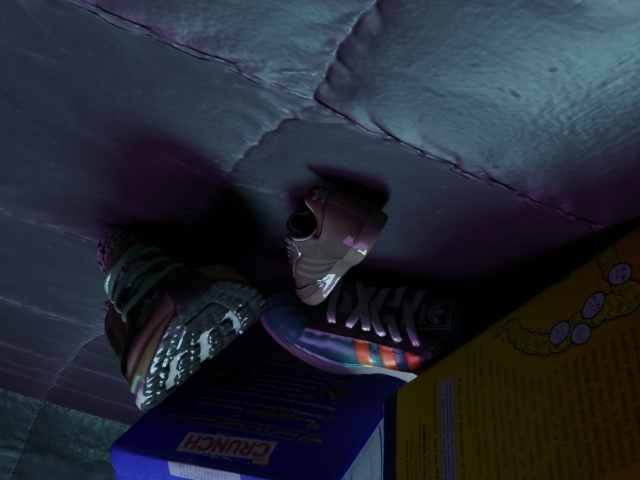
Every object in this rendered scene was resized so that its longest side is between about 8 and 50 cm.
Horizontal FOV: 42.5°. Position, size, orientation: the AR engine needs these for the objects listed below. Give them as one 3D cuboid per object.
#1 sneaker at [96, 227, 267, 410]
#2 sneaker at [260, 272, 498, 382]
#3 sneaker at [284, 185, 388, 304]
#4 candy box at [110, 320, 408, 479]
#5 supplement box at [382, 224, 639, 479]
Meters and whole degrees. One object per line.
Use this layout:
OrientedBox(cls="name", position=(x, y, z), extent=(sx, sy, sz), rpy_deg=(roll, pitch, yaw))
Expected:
OrientedBox(cls="sneaker", position=(-0.186, 0.067, 0.877), extent=(0.182, 0.158, 0.410), rpy_deg=(50, 160, 0))
OrientedBox(cls="sneaker", position=(0.090, 0.087, 0.851), extent=(0.302, 0.108, 0.121), rpy_deg=(18, 144, -5))
OrientedBox(cls="sneaker", position=(0.000, 0.000, 0.748), extent=(0.071, 0.066, 0.188), rpy_deg=(34, 152, -3))
OrientedBox(cls="candy box", position=(-0.045, 0.225, 0.989), extent=(0.268, 0.122, 0.317), rpy_deg=(4, -159, 25))
OrientedBox(cls="supplement box", position=(0.229, 0.175, 0.695), extent=(0.194, 0.195, 0.356), rpy_deg=(23, 138, -22))
